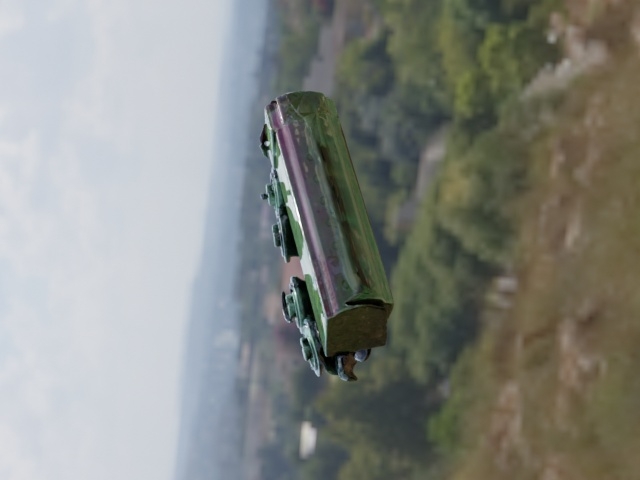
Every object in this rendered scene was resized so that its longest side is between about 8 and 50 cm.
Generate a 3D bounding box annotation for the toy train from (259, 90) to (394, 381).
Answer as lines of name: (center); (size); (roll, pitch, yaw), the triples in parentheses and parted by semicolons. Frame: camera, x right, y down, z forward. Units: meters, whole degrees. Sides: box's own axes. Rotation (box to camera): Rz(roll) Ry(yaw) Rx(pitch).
toy train: (0.000, 0.000, 0.889); (0.071, 0.038, 0.148); (103, 157, -50)
